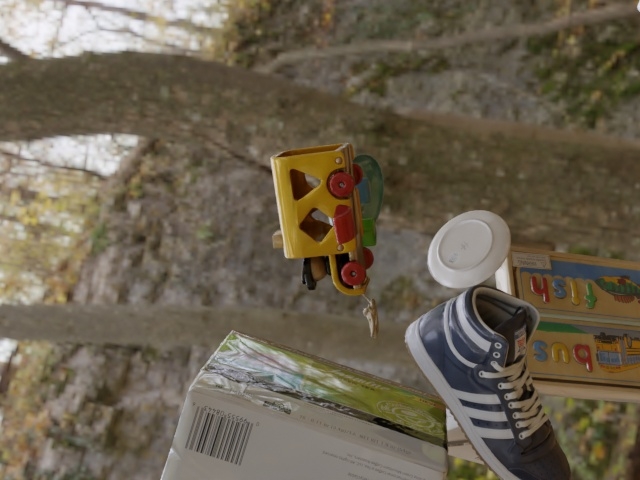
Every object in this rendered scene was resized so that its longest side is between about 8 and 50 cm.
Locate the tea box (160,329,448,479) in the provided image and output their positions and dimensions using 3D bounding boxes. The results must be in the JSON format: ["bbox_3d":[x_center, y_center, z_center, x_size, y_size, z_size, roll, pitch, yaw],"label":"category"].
[{"bbox_3d":[-0.020,0.296,1.594,0.323,0.329,0.220,-62,-10,-81],"label":"tea box"}]

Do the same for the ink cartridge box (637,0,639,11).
[{"bbox_3d":[0.437,-0.298,1.276,0.153,0.086,0.208,-117,35,-49],"label":"ink cartridge box"}]

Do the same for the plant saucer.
[{"bbox_3d":[0.041,-0.055,1.563,0.119,0.021,0.119,-24,-59,-49],"label":"plant saucer"}]

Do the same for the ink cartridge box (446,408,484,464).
[{"bbox_3d":[0.248,0.378,2.316,0.296,0.261,0.066,25,-130,-48],"label":"ink cartridge box"}]

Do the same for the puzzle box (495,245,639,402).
[{"bbox_3d":[0.521,0.161,2.234,0.052,0.408,0.272,129,143,-58],"label":"puzzle box"}]

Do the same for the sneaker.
[{"bbox_3d":[0.237,0.181,1.484,0.099,0.282,0.153,-33,-9,-46],"label":"sneaker"}]

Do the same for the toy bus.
[{"bbox_3d":[-0.001,-0.013,1.365,0.191,0.104,0.202,71,-164,-52],"label":"toy bus"}]

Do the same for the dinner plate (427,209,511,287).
[{"bbox_3d":[0.227,0.010,1.886,0.017,0.141,0.141,44,-125,-44],"label":"dinner plate"}]
